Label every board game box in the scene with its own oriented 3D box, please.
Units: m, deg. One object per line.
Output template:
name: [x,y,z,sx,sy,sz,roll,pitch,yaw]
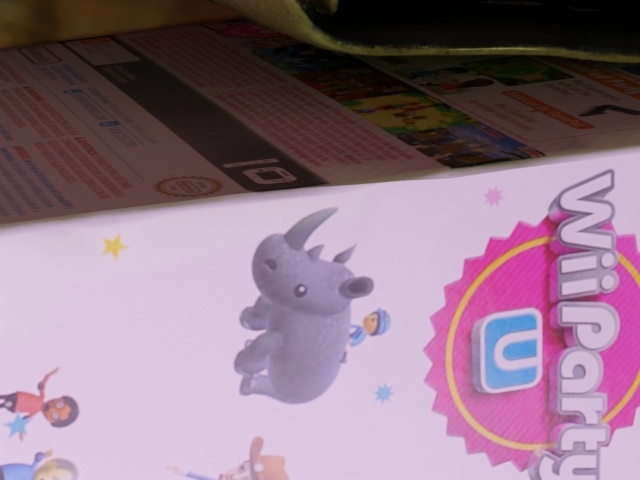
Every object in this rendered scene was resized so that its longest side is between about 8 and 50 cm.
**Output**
board game box: [0.000,0.000,0.532,0.303,0.224,0.098,-9,107,-16]

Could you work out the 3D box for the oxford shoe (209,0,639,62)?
oxford shoe: [-0.029,-0.119,0.495,0.348,0.130,0.123,7,127,-1]
